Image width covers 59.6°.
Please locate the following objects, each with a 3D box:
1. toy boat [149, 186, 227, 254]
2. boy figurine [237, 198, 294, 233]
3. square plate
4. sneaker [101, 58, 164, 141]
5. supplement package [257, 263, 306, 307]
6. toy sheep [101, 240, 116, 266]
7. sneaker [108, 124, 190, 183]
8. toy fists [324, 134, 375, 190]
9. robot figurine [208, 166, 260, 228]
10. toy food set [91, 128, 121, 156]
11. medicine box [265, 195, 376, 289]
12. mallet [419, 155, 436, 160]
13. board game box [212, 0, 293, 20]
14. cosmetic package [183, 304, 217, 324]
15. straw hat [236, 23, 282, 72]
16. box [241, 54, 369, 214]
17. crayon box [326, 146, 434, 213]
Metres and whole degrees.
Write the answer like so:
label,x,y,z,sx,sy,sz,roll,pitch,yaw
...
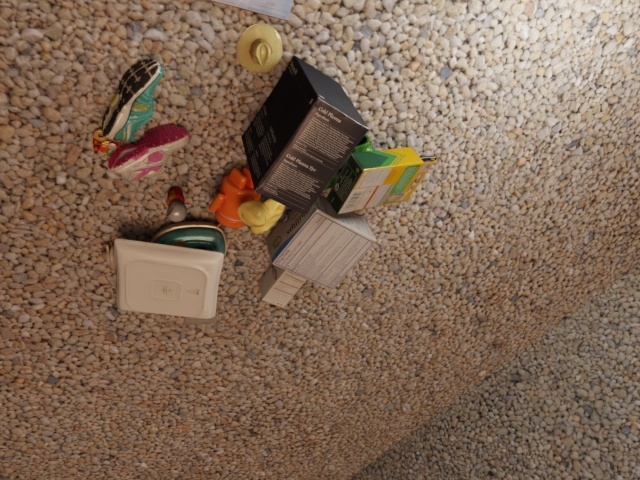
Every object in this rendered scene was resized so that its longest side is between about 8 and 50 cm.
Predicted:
label,x,y,z,sx,sy,sz,roll,pitch,yaw
toy boat,-0.453,-0.017,1.845,0.268,0.148,0.318,-11,129,-9
boy figurine,-0.177,-0.085,1.805,0.177,0.092,0.285,-49,170,22
square plate,-0.516,0.149,1.881,0.345,0.049,0.347,8,133,-9
sneaker,-0.519,-0.394,1.585,0.110,0.107,0.275,12,129,-48
supplement package,-0.140,0.145,2.096,0.105,0.105,0.179,25,116,-31
toy sheep,-0.669,0.048,1.870,0.132,0.091,0.091,0,129,6
sneaker,-0.503,-0.257,1.685,0.253,0.102,0.111,-25,140,3
toy fists,0.053,-0.247,1.860,0.280,0.096,0.142,-18,134,-6
robot figurine,-0.276,-0.131,1.826,0.128,0.158,0.219,23,121,1
toy food set,-0.637,-0.291,1.659,0.083,0.020,0.083,17,120,-28
medicine box,0.000,0.000,1.999,0.289,0.149,0.263,27,115,-32
mallet,0.321,-0.290,1.952,0.190,0.039,0.062,-13,133,-13
board game box,-0.202,-0.691,1.481,0.282,0.027,0.145,7,126,-22
cosmetic package,-0.439,0.190,2.040,0.127,0.107,0.237,-2,130,-12
straw hat,-0.169,-0.536,1.590,0.145,0.061,0.144,-9,128,-12
box,-0.059,-0.309,1.616,0.179,0.343,0.312,23,117,-29
crayon box,0.199,-0.203,1.849,0.323,0.083,0.203,-11,147,-36
